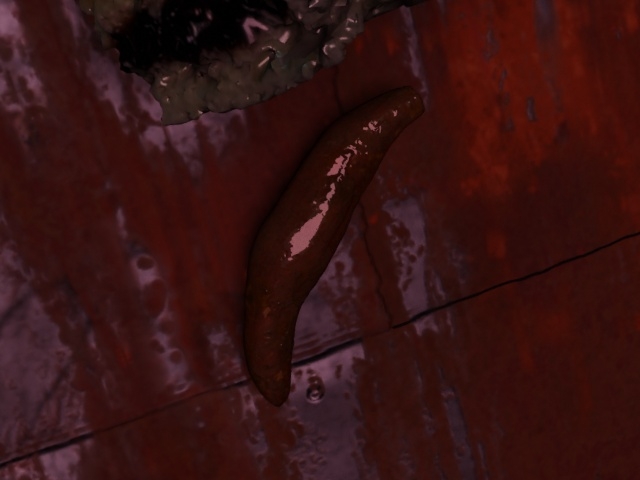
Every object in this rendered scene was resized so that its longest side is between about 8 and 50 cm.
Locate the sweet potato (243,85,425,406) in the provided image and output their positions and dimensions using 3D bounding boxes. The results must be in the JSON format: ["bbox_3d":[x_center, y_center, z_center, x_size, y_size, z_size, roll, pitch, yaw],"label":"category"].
[{"bbox_3d":[-0.009,0.000,0.662,0.078,0.058,0.255,18,99,-38],"label":"sweet potato"}]

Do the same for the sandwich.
[{"bbox_3d":[0.015,-0.192,0.524,0.325,0.262,0.131,-32,108,-8],"label":"sandwich"}]
